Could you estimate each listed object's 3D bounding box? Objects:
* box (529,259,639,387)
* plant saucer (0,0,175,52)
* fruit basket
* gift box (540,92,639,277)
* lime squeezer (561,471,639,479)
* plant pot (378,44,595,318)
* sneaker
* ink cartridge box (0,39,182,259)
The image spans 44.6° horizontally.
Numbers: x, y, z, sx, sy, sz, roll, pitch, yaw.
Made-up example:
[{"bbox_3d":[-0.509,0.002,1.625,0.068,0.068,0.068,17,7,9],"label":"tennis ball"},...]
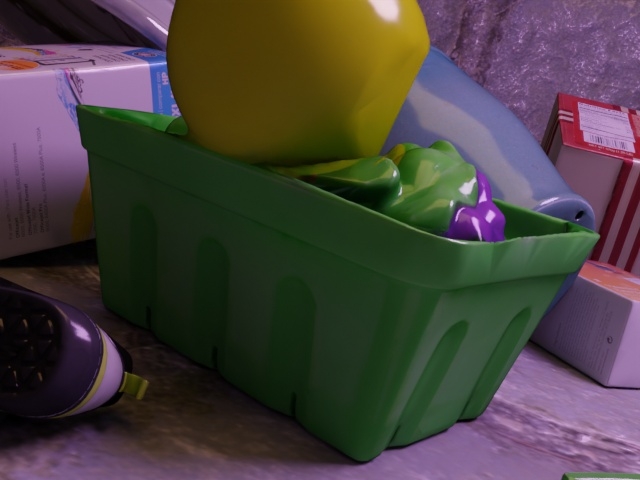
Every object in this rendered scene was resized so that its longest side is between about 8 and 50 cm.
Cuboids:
[{"bbox_3d":[0.307,0.083,0.840,0.130,0.091,0.170,7,13,-26],"label":"box"},{"bbox_3d":[-0.258,-0.271,0.977,0.400,0.101,0.400,28,-10,5],"label":"plant saucer"},{"bbox_3d":[-0.001,-0.075,0.578,0.392,0.392,0.283,22,14,37],"label":"fruit basket"},{"bbox_3d":[0.389,-0.028,1.088,0.255,0.258,0.276,17,32,12],"label":"gift box"},{"bbox_3d":[0.311,0.189,0.481,0.310,0.059,0.110,20,43,22],"label":"lime squeezer"},{"bbox_3d":[0.126,-0.030,0.812,0.271,0.272,0.255,3,32,-42],"label":"plant pot"},{"bbox_3d":[-0.213,0.059,0.475,0.234,0.084,0.097,19,-11,21],"label":"sneaker"},{"bbox_3d":[-0.266,-0.101,0.772,0.232,0.168,0.171,-17,28,-40],"label":"ink cartridge box"}]
